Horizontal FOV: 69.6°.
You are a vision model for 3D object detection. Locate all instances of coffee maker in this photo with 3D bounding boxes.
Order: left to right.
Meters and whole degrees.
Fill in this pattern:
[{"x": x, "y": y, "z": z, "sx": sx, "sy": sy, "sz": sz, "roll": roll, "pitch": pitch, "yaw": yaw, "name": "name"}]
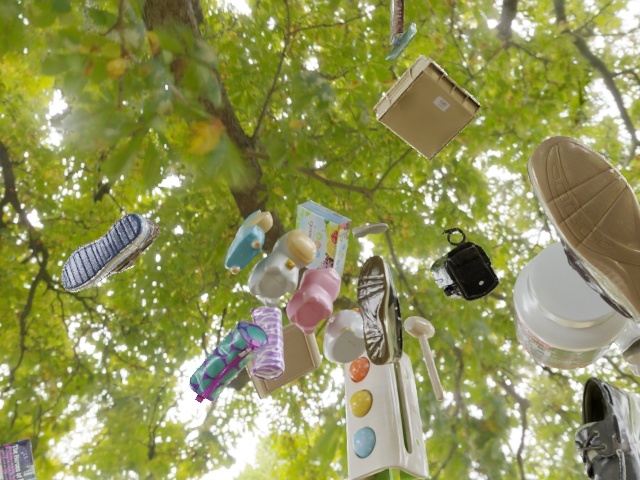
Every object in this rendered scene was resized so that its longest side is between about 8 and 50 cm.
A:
[{"x": 0.347, "y": 0.061, "z": 1.141, "sx": 0.120, "sy": 0.171, "sz": 0.178, "roll": -6, "pitch": -6, "yaw": 1, "name": "coffee maker"}]

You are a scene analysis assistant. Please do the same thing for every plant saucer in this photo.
[{"x": 0.225, "y": -0.538, "z": 1.261, "sx": 0.021, "sy": 0.119, "sz": 0.119, "roll": 39, "pitch": -66, "yaw": -3, "name": "plant saucer"}]

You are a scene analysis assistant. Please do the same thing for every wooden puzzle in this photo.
[{"x": -0.118, "y": 0.360, "z": 1.441, "sx": 0.238, "sy": 0.044, "sz": 0.221, "roll": -26, "pitch": -56, "yaw": -20, "name": "wooden puzzle"}]

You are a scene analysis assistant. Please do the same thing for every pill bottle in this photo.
[{"x": 0.434, "y": 0.117, "z": 0.809, "sx": 0.176, "sy": 0.176, "sz": 0.318, "roll": -30, "pitch": -32, "yaw": 8, "name": "pill bottle"}]

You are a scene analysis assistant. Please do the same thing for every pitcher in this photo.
[{"x": 0.746, "y": 0.217, "z": 1.148, "sx": 0.125, "sy": 0.207, "sz": 0.178, "roll": -17, "pitch": -54, "yaw": 11, "name": "pitcher"}]

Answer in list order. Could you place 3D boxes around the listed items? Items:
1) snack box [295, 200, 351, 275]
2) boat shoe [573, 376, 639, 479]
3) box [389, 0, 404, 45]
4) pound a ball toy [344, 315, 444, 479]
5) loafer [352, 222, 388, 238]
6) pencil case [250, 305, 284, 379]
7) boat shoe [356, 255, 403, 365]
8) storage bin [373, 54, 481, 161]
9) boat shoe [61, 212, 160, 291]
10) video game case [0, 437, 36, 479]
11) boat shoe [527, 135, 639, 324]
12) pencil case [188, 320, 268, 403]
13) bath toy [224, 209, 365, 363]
[{"x": 0.000, "y": 0.000, "z": 1.478, "sx": 0.070, "sy": 0.174, "sz": 0.207, "roll": -24, "pitch": -48, "yaw": -44, "name": "snack box"}, {"x": 0.361, "y": 0.263, "z": 0.586, "sx": 0.223, "sy": 0.073, "sz": 0.080, "roll": -41, "pitch": -24, "yaw": -49, "name": "boat shoe"}, {"x": 0.184, "y": -0.553, "z": 1.108, "sx": 0.027, "sy": 0.094, "sz": 0.137, "roll": 1, "pitch": -85, "yaw": 3, "name": "box"}, {"x": 0.142, "y": 0.315, "z": 0.949, "sx": 0.135, "sy": 0.319, "sz": 0.208, "roll": 34, "pitch": -56, "yaw": -27, "name": "pound a ball toy"}, {"x": 0.172, "y": -0.044, "z": 1.604, "sx": 0.125, "sy": 0.039, "sz": 0.045, "roll": -15, "pitch": -40, "yaw": 6, "name": "loafer"}, {"x": -0.143, "y": 0.268, "z": 1.233, "sx": 0.088, "sy": 0.206, "sz": 0.086, "roll": 16, "pitch": -50, "yaw": -25, "name": "pencil case"}, {"x": 0.087, "y": 0.098, "z": 0.652, "sx": 0.056, "sy": 0.152, "sz": 0.049, "roll": -15, "pitch": -21, "yaw": 43, "name": "boat shoe"}, {"x": 0.372, "y": -0.462, "z": 1.616, "sx": 0.262, "sy": 0.123, "sz": 0.260, "roll": 33, "pitch": -58, "yaw": -20, "name": "storage bin"}, {"x": -0.331, "y": 0.028, "z": 0.737, "sx": 0.183, "sy": 0.066, "sz": 0.066, "roll": -32, "pitch": -19, "yaw": 14, "name": "boat shoe"}, {"x": -0.475, "y": 0.397, "z": 0.586, "sx": 0.210, "sy": 0.232, "sz": 0.042, "roll": 2, "pitch": -40, "yaw": -47, "name": "video game case"}, {"x": 0.344, "y": 0.003, "z": 0.563, "sx": 0.103, "sy": 0.285, "sz": 0.092, "roll": -39, "pitch": -4, "yaw": -5, "name": "boat shoe"}, {"x": -0.160, "y": 0.208, "z": 0.794, "sx": 0.064, "sy": 0.070, "sz": 0.152, "roll": 37, "pitch": -77, "yaw": -18, "name": "pencil case"}, {"x": -0.027, "y": 0.096, "z": 0.909, "sx": 0.151, "sy": 0.129, "sz": 0.348, "roll": -41, "pitch": -70, "yaw": 5, "name": "bath toy"}]
